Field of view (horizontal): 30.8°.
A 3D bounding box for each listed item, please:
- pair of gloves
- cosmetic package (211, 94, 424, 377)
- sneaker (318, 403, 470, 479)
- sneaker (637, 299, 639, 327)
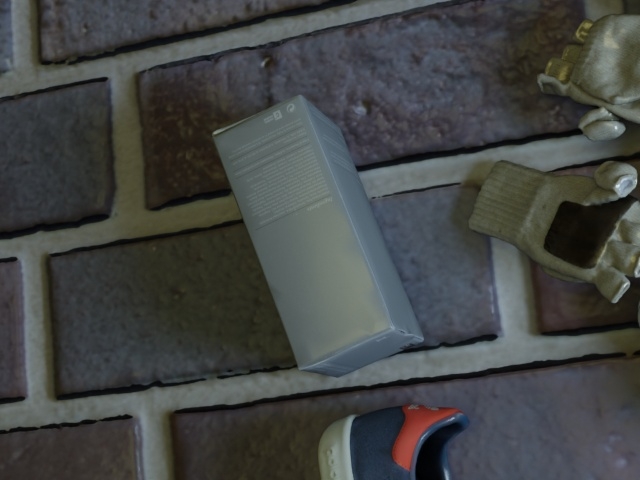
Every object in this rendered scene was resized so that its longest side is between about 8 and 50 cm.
[{"bbox_3d":[0.244,-0.081,1.004,0.204,0.042,0.240,34,97,45],"label":"pair of gloves"},{"bbox_3d":[0.000,0.000,1.073,0.107,0.127,0.238,-22,73,13],"label":"cosmetic package"},{"bbox_3d":[0.107,0.305,0.979,0.148,0.131,0.350,-19,75,19],"label":"sneaker"},{"bbox_3d":[0.357,0.105,0.931,0.232,0.115,0.090,29,116,22],"label":"sneaker"}]
